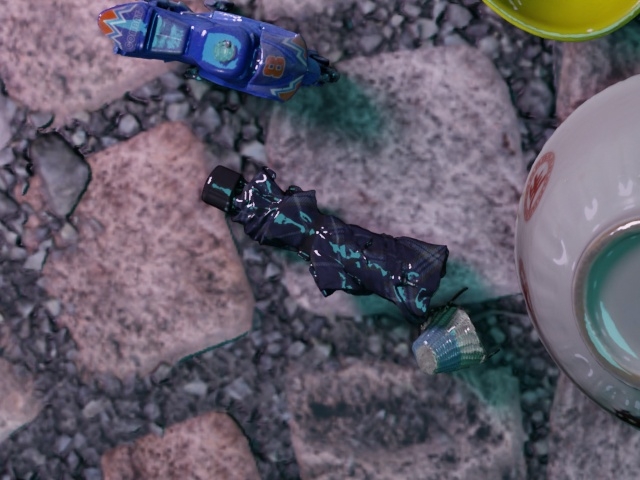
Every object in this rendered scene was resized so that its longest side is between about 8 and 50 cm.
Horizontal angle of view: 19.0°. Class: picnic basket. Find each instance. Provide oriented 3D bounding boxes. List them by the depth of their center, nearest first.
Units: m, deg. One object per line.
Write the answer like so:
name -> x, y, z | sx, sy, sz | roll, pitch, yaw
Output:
picnic basket -> 0.117, 0.084, 1.672 | 0.083, 0.083, 0.065 | -28, 90, -33

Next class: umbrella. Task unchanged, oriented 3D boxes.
umbrella -> -0.001, 0.002, 1.662 | 0.224, 0.080, 0.071 | 26, 133, 1

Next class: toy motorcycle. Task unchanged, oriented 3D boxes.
toy motorcycle -> -0.083, -0.163, 1.612 | 0.205, 0.114, 0.076 | 16, 99, -1

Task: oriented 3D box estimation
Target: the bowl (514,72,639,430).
bowl -> 0.296, 0.035, 1.555 | 0.337, 0.157, 0.337 | 7, 107, 23

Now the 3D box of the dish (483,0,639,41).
dish -> 0.222, -0.301, 1.585 | 0.262, 0.108, 0.221 | -36, 99, 9
